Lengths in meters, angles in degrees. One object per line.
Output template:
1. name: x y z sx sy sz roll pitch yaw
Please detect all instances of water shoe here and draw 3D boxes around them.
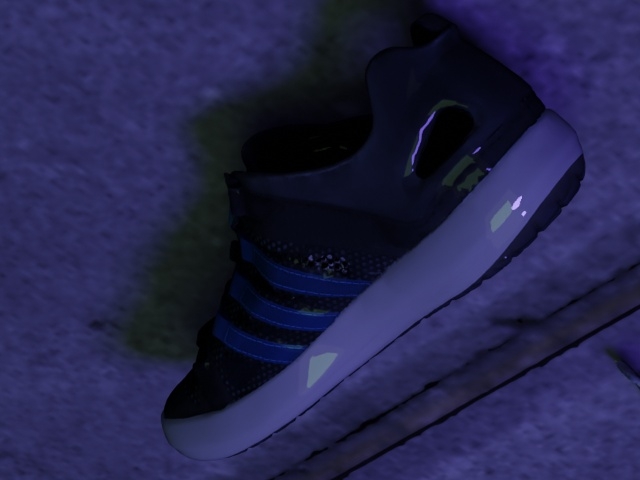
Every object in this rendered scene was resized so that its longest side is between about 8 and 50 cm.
1. water shoe: 0.000 0.000 0.579 0.080 0.073 0.203 49 129 -1

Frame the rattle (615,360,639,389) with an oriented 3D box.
1. rattle: 0.182 0.127 0.619 0.130 0.142 0.200 -4 144 41
